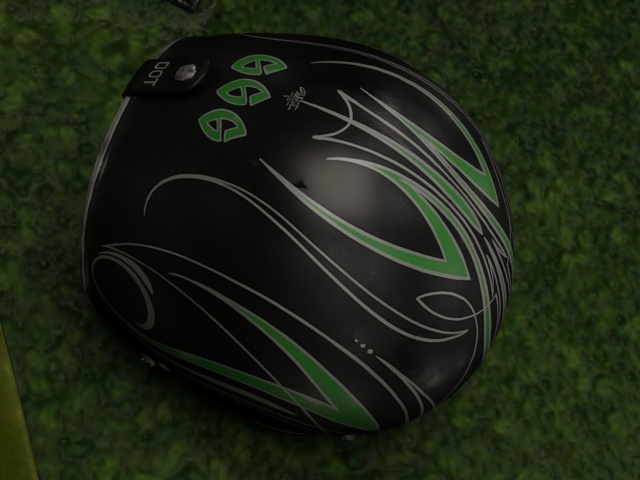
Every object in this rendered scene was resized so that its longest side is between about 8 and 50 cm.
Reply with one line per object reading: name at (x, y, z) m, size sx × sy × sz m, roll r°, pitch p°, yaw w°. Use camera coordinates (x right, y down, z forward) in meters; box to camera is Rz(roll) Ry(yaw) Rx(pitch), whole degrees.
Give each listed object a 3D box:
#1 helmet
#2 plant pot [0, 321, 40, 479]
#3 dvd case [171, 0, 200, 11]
helmet at (0.000, 0.000, 0.507) m, size 0.161 × 0.169 × 0.169 m, roll 21°, pitch 59°, yaw 12°
plant pot at (-0.285, 0.004, 0.318) m, size 0.353 × 0.366 × 0.366 m, roll -16°, pitch 71°, yaw -12°
dvd case at (-0.100, -0.178, 0.636) m, size 0.119 × 0.013 × 0.087 m, roll 27°, pitch 60°, yaw -5°
